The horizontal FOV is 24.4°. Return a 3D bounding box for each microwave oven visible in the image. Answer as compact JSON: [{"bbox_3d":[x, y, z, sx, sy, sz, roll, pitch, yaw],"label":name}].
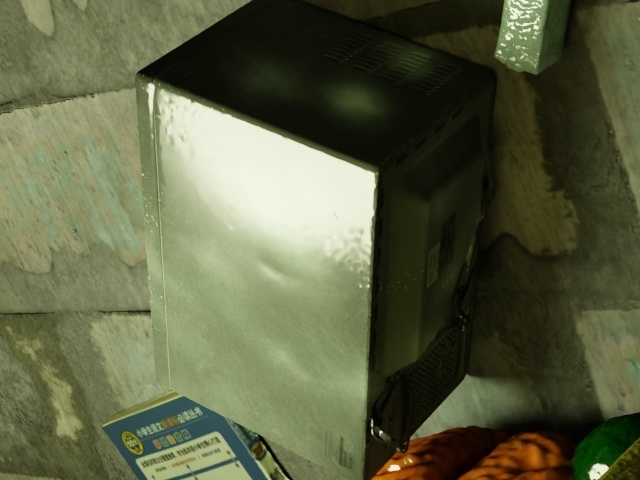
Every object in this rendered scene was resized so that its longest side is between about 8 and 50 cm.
[{"bbox_3d":[0.000,0.000,1.643,0.374,0.236,0.432,24,133,27],"label":"microwave oven"}]

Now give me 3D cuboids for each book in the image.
[{"bbox_3d":[-0.128,0.412,2.207,0.300,0.039,0.428,-24,102,48],"label":"book"}]

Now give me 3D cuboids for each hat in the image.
[{"bbox_3d":[0.233,0.338,1.664,0.400,0.285,0.285,-14,109,41],"label":"hat"}]

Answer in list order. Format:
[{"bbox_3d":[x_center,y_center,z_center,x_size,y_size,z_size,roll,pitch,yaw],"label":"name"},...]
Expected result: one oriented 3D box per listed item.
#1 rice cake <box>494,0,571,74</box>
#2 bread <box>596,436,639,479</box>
[{"bbox_3d":[0.209,-0.250,1.404,0.063,0.069,0.206,26,132,25],"label":"rice cake"},{"bbox_3d":[0.354,0.236,1.411,0.138,0.361,0.077,6,117,41],"label":"bread"}]
